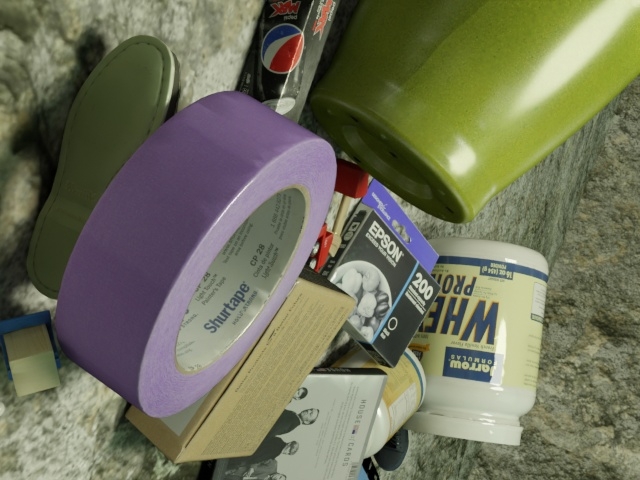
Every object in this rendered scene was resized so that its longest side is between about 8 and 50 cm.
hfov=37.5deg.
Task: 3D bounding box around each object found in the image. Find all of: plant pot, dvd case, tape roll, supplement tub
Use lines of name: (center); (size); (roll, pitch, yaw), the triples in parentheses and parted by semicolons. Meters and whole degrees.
plant pot: (0.183, -0.222, 1.101); (0.353, 0.366, 0.366); (-52, 154, -8)
dvd case: (-0.031, 0.254, 1.264); (0.238, 0.029, 0.179); (6, 107, -35)
tape roll: (-0.098, 0.013, 0.810); (0.275, 0.090, 0.275); (-52, 163, -23)
supplement tub: (0.062, 0.248, 1.456); (0.199, 0.144, 0.144); (-31, 137, -54)
supplement tub: (0.258, 0.173, 1.609); (0.235, 0.235, 0.325); (30, 66, -66)

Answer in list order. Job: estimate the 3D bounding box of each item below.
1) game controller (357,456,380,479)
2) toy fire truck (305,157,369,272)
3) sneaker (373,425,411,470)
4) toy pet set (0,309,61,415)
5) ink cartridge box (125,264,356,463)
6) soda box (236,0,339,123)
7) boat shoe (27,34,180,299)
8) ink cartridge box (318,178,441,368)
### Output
game controller: (0.057, 0.476, 1.744); (0.166, 0.067, 0.319); (-58, 155, -21)
toy fire truck: (0.000, 0.000, 1.227); (0.135, 0.047, 0.192); (-33, 140, -55)
sneaker: (0.112, 0.343, 1.700); (0.163, 0.086, 0.226); (-41, 137, -65)
toy pet set: (-0.268, 0.088, 0.745); (0.114, 0.065, 0.122); (-14, 128, -19)
ink cartridge box: (-0.082, 0.130, 1.061); (0.235, 0.088, 0.193); (-55, 156, 3)
soda box: (-0.036, -0.194, 0.972); (0.060, 0.053, 0.169); (3, 107, -66)
boat shoe: (-0.170, -0.059, 0.779); (0.228, 0.081, 0.068); (-64, 160, 10)
ink cartridge box: (0.095, 0.049, 1.382); (0.206, 0.045, 0.208); (47, 65, -37)
